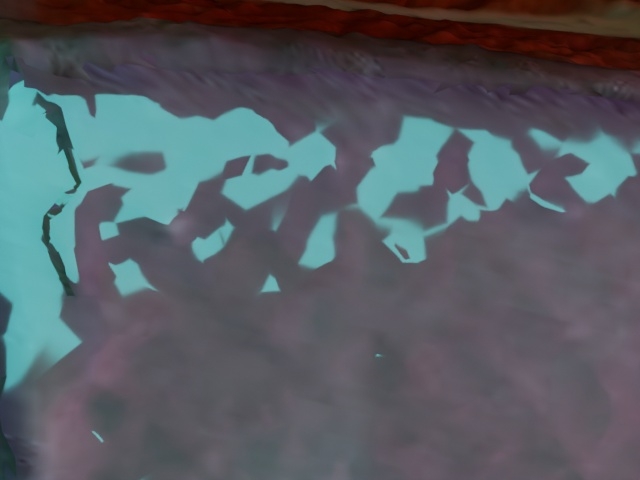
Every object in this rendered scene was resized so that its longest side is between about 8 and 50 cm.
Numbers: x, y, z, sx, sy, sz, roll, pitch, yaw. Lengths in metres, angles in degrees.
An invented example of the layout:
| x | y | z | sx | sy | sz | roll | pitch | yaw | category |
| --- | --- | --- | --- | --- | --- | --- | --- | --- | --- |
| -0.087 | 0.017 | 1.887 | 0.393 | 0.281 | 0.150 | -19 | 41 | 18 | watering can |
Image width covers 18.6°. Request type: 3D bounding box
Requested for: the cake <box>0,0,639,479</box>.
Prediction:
| x | y | z | sx | sy | sz | roll | pitch | yaw | category |
| --- | --- | --- | --- | --- | --- | --- | --- | --- | --- |
| 0.000 | 0.000 | 0.762 | 0.309 | 0.237 | 0.230 | 5 | 116 | -12 | cake |
